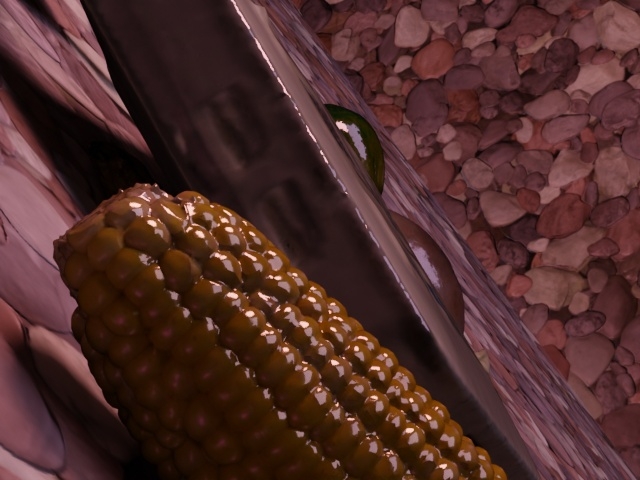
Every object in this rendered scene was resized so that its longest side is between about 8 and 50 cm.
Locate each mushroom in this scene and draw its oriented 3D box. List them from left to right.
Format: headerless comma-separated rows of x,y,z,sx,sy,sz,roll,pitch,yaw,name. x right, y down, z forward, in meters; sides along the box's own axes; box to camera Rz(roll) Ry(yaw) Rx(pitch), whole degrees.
0.062,0.044,1.526,0.188,0.117,0.141,56,20,0,mushroom

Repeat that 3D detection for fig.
0.021,-0.058,1.765,0.117,0.117,0.177,38,26,-58,fig

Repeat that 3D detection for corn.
0.008,0.116,0.802,0.347,0.130,0.130,50,8,-6,corn

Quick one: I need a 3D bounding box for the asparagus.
-0.093,0.001,1.094,0.165,0.030,0.036,53,31,0,asparagus

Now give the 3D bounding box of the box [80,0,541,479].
-0.001,0.000,1.167,0.396,0.111,0.396,60,5,24,box
